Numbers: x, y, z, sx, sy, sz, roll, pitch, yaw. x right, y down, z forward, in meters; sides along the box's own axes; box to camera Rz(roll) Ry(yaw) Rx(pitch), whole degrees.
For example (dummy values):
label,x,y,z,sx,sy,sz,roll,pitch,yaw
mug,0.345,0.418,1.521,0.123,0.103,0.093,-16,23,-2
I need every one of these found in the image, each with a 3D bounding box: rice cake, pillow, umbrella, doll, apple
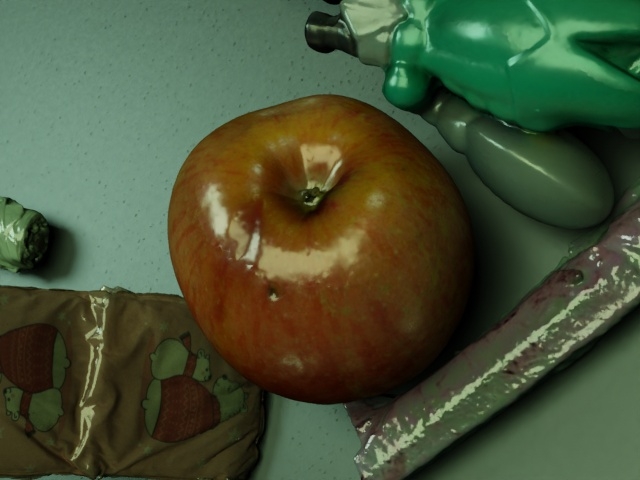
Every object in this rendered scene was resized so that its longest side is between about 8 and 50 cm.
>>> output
label,x,y,z,sx,sy,sz,roll,pitch,yaw
rice cake,0.134,0.058,1.313,0.290,0.051,0.081,-38,63,10
pillow,-0.152,0.097,1.350,0.049,0.248,0.135,167,106,-66
umbrella,-0.271,-0.012,1.498,0.143,0.062,0.067,8,112,23
doll,0.135,-0.138,1.307,0.258,0.153,0.195,41,101,17
apple,0.000,0.000,1.309,0.209,0.164,0.209,-7,57,10
